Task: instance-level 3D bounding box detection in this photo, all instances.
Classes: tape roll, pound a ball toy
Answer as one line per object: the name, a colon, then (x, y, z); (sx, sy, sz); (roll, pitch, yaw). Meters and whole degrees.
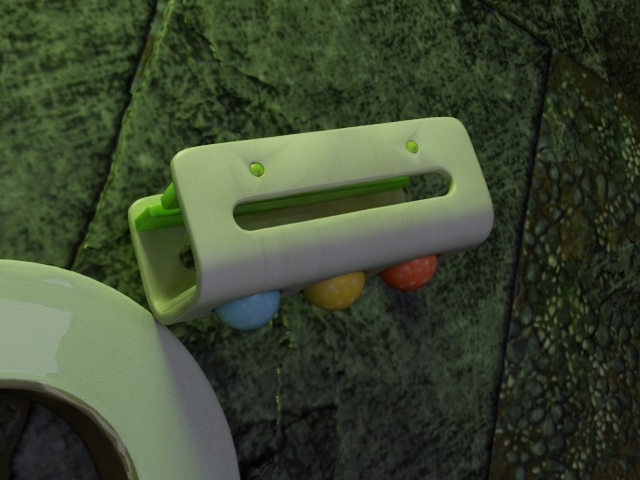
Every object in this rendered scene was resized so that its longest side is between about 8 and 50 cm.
tape roll: (-0.240, 0.208, 0.642); (0.392, 0.072, 0.391); (9, 74, -33)
pound a ball toy: (0.000, 0.000, 0.776); (0.319, 0.208, 0.135); (-10, 79, -31)
